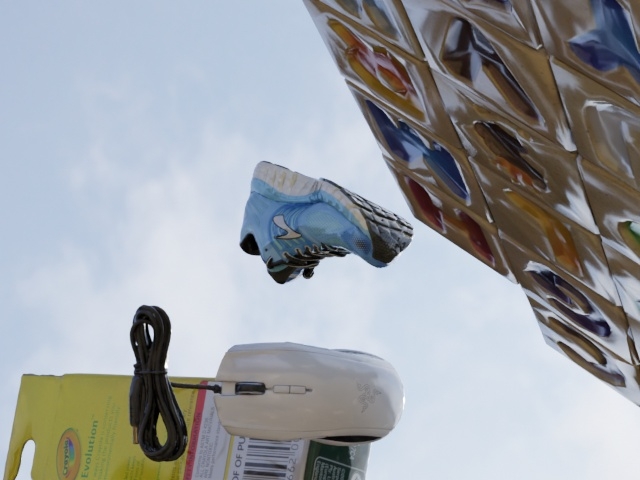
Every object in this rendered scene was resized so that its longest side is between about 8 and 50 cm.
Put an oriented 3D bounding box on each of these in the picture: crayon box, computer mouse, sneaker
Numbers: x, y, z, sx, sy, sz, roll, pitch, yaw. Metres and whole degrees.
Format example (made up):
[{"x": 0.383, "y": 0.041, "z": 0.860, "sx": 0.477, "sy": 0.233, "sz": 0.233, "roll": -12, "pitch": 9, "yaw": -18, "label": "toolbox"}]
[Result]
[{"x": -0.116, "y": 0.206, "z": 1.301, "sx": 0.318, "sy": 0.202, "sz": 0.081, "roll": -1, "pitch": -17, "yaw": 37, "label": "crayon box"}, {"x": -0.035, "y": 0.100, "z": 1.153, "sx": 0.193, "sy": 0.106, "sz": 0.042, "roll": 2, "pitch": -11, "yaw": -7, "label": "computer mouse"}, {"x": 0.000, "y": 0.000, "z": 1.087, "sx": 0.063, "sy": 0.162, "sz": 0.073, "roll": 25, "pitch": -93, "yaw": -32, "label": "sneaker"}]

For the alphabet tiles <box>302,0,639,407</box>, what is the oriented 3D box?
[{"x": 0.111, "y": 0.012, "z": 0.520, "sx": 0.011, "sy": 0.285, "sz": 0.342, "roll": -50, "pitch": -28, "yaw": -10, "label": "alphabet tiles"}]
